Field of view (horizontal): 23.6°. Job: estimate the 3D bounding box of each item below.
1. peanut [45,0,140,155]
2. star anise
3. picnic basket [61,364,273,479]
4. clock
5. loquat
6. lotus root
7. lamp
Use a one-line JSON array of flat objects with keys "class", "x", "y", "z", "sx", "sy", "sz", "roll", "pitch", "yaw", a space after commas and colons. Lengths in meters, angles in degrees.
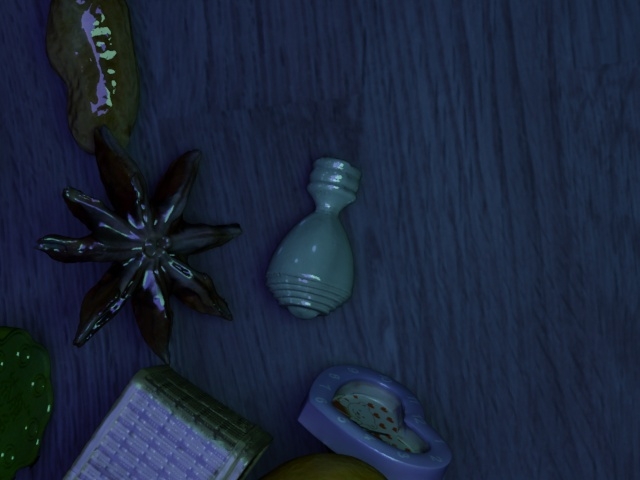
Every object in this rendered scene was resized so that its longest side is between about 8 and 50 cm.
[{"class": "peanut", "x": -0.269, "y": -0.210, "z": 1.814, "sx": 0.108, "sy": 0.095, "sz": 0.226, "roll": -9, "pitch": 93, "yaw": 16}, {"class": "star anise", "x": -0.209, "y": 0.005, "z": 1.766, "sx": 0.288, "sy": 0.088, "sz": 0.288, "roll": 6, "pitch": 81, "yaw": -39}, {"class": "picnic basket", "x": -0.205, "y": 0.317, "z": 1.742, "sx": 0.175, "sy": 0.228, "sz": 0.313, "roll": 35, "pitch": 89, "yaw": 4}, {"class": "clock", "x": 0.049, "y": 0.218, "z": 1.750, "sx": 0.172, "sy": 0.198, "sz": 0.064, "roll": 12, "pitch": 114, "yaw": -28}, {"class": "loquat", "x": -0.002, "y": 0.315, "z": 1.632, "sx": 0.187, "sy": 0.234, "sz": 0.176, "roll": 47, "pitch": 52, "yaw": -22}, {"class": "lotus root", "x": -0.427, "y": 0.184, "z": 1.789, "sx": 0.186, "sy": 0.186, "sz": 0.186, "roll": 0, "pitch": 90, "yaw": 1}, {"class": "lamp", "x": 0.000, "y": 0.000, "z": 1.809, "sx": 0.106, "sy": 0.106, "sz": 0.193, "roll": 15, "pitch": 79, "yaw": 1}]
